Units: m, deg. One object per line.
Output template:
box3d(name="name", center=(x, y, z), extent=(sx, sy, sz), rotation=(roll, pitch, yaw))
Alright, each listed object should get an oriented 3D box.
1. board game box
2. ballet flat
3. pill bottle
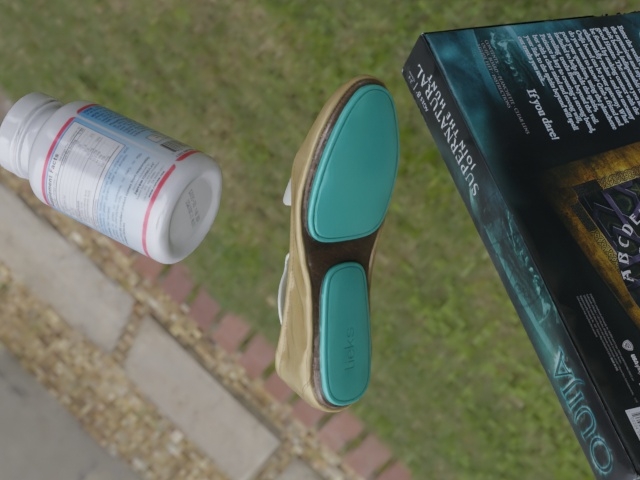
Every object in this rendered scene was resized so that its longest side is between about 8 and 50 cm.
box3d(name="board game box", center=(0.121, -0.004, 0.561), extent=(0.186, 0.126, 0.026), rotation=(68, 152, 26))
box3d(name="ballet flat", center=(0.000, 0.000, 1.031), extent=(0.073, 0.080, 0.232), rotation=(20, 107, 49))
box3d(name="pill bottle", center=(-0.159, -0.052, 1.139), extent=(0.160, 0.087, 0.087), rotation=(26, 147, 21))
